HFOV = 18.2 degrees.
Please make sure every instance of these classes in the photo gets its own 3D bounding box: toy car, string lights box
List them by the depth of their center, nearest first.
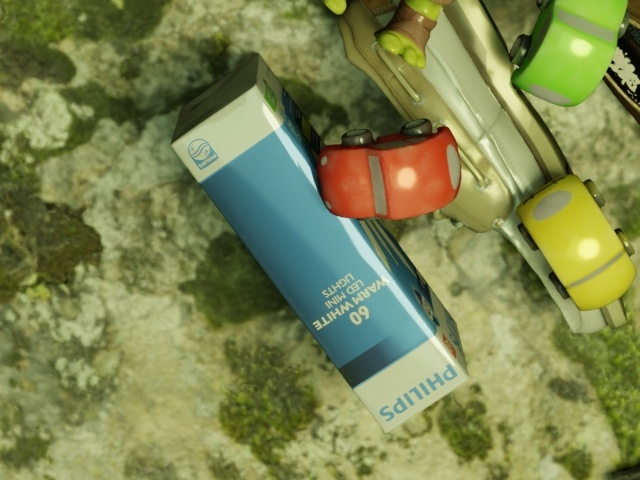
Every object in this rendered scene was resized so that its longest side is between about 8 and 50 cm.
[{"bbox_3d":[0.141,-0.078,1.334,0.239,0.053,0.225,22,103,-11],"label":"toy car"},{"bbox_3d":[0.000,0.000,1.442,0.077,0.133,0.260,-35,103,9],"label":"string lights box"}]

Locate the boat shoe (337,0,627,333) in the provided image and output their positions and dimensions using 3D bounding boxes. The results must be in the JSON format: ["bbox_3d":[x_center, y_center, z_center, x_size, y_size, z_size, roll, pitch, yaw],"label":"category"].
[{"bbox_3d":[0.119,-0.058,1.444,0.103,0.113,0.302,-28,93,9],"label":"boat shoe"}]

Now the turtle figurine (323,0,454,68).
[{"bbox_3d":[0.080,-0.237,1.320,0.269,0.087,0.217,32,103,-35],"label":"turtle figurine"}]

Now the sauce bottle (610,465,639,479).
[{"bbox_3d":[0.288,0.174,1.537,0.128,0.042,0.042,-19,105,4],"label":"sauce bottle"}]

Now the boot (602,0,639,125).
[{"bbox_3d":[0.288,-0.066,1.424,0.305,0.115,0.112,44,114,-11],"label":"boot"}]
